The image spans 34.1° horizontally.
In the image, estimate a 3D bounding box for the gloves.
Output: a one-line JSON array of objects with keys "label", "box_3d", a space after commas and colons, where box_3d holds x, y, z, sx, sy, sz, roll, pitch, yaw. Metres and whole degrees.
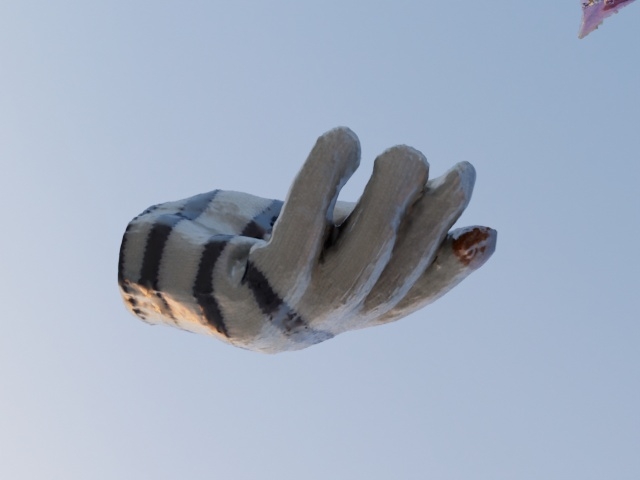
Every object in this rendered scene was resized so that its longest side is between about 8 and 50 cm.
[{"label": "gloves", "box_3d": [-0.003, 0.013, 0.652, 0.218, 0.140, 0.131, 7, -109, 12]}]

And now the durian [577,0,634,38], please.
[{"label": "durian", "box_3d": [0.242, -0.258, 0.785, 0.153, 0.260, 0.187, -27, -78, 13]}]
